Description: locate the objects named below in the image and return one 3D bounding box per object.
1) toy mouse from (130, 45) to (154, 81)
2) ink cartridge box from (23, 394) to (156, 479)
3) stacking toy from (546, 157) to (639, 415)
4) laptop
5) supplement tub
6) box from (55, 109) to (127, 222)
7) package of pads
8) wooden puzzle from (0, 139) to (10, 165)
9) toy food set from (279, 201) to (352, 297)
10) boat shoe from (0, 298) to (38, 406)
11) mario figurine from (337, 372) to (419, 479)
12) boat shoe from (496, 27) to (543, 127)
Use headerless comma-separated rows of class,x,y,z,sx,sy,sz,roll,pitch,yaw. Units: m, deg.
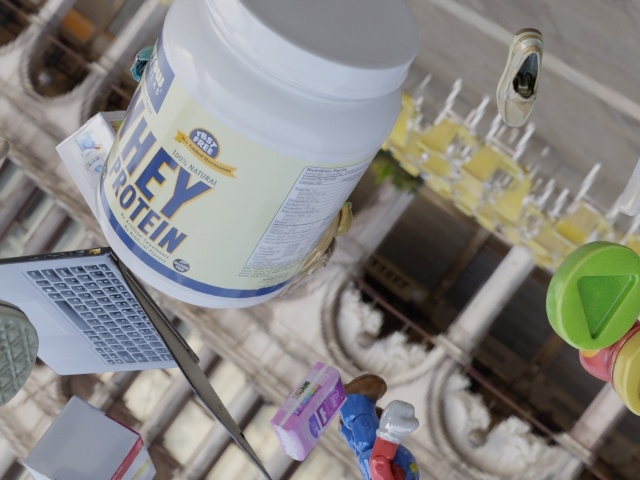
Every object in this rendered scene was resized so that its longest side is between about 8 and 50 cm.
toy mouse,-0.177,-0.213,1.341,0.161,0.031,0.143,5,157,18
ink cartridge box,-0.344,0.345,1.631,0.128,0.127,0.176,26,153,16
stacking toy,0.385,0.030,1.335,0.279,0.309,0.130,31,-179,-32
laptop,-0.304,0.205,1.608,0.408,0.236,0.382,-5,148,12
supplement tub,-0.066,-0.113,1.053,0.235,0.325,0.235,18,-138,-17
box,-0.295,-0.089,1.668,0.203,0.103,0.114,59,-156,5
package of pads,-0.010,0.161,1.019,0.032,0.083,0.050,18,142,31
wooden puzzle,-0.717,-0.042,1.891,0.080,0.348,0.322,63,151,3
toy food set,0.000,0.000,1.606,0.038,0.132,0.192,31,-134,-21
boat shoe,-0.499,0.079,1.112,0.156,0.187,0.500,23,178,26
mario figurine,0.128,0.339,1.503,0.198,0.170,0.320,32,-155,-40
boat shoe,0.324,-0.248,1.744,0.190,0.068,0.072,85,-178,-48
